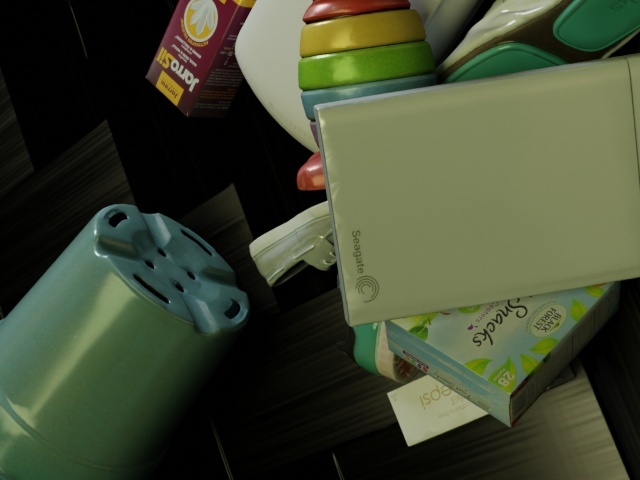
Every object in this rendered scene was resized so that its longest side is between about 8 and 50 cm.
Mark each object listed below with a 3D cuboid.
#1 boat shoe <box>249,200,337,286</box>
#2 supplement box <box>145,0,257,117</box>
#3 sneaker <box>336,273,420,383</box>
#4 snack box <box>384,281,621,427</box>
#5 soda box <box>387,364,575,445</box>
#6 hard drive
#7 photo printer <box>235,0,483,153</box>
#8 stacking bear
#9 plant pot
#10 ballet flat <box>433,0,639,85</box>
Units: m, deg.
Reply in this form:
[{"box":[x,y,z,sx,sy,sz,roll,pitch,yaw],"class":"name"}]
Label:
[{"box":[-0.001,0.000,1.485,0.227,0.079,0.081,-29,83,42],"class":"boat shoe"},{"box":[-0.152,-0.276,1.569,0.104,0.081,0.188,43,118,27],"class":"supplement box"},{"box":[0.079,0.019,1.399,0.121,0.108,0.302,16,102,37],"class":"sneaker"},{"box":[0.203,0.079,1.249,0.174,0.207,0.070,32,150,33],"class":"snack box"},{"box":[0.188,0.174,1.351,0.216,0.069,0.073,-31,76,35],"class":"soda box"},{"box":[0.185,-0.053,1.175,0.353,0.047,0.232,-9,103,-3],"class":"hard drive"},{"box":[0.035,-0.262,1.408,0.256,0.107,0.307,47,120,25],"class":"photo printer"},{"box":[0.040,-0.215,1.245,0.164,0.175,0.288,-7,99,6],"class":"stacking bear"},{"box":[-0.292,0.151,1.582,0.341,0.341,0.334,48,112,24],"class":"plant pot"},{"box":[0.254,-0.241,1.221,0.400,0.139,0.139,-36,71,52],"class":"ballet flat"}]
